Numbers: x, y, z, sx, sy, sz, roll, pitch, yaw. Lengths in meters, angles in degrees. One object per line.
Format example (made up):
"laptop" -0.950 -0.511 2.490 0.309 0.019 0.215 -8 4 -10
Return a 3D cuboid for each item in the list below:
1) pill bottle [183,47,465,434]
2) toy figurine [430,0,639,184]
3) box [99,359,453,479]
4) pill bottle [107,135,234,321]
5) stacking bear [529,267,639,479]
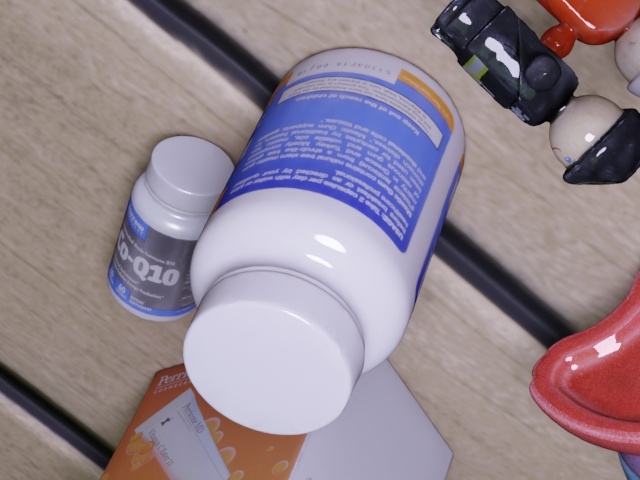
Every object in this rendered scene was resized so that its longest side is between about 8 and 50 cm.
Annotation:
"pill bottle" 0.000 0.000 1.265 0.152 0.272 0.152 10 130 12
"toy figurine" 0.195 -0.156 1.110 0.148 0.213 0.209 44 127 1
"box" -0.062 0.248 1.439 0.215 0.345 0.168 -18 119 30
"pill bottle" -0.113 -0.009 1.428 0.078 0.078 0.137 23 131 1
"stacking bear" 0.308 0.166 1.367 0.175 0.164 0.289 -42 127 -6
